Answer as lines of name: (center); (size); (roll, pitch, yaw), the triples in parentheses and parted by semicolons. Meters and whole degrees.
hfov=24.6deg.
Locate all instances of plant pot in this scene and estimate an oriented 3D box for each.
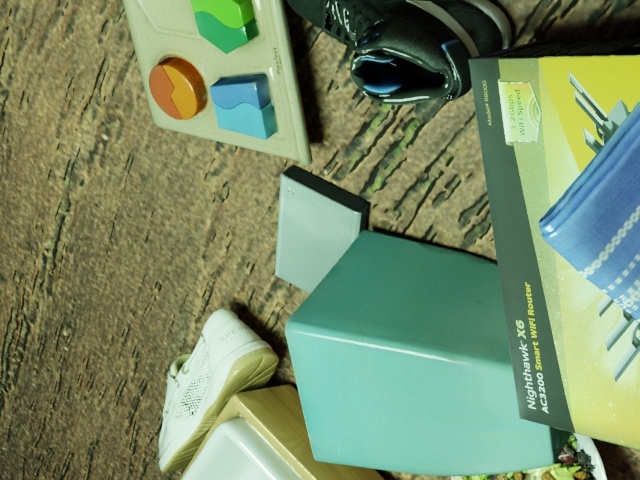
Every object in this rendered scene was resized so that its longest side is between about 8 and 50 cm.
plant pot: (0.120, 0.115, 1.351); (0.234, 0.165, 0.166); (9, 128, 29)

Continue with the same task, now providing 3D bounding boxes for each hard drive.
hard drive: (0.000, 0.000, 1.465); (0.094, 0.022, 0.135); (27, 136, 23)

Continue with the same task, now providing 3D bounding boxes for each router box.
router box: (0.240, 0.003, 1.111); (0.243, 0.081, 0.309); (7, 111, 54)

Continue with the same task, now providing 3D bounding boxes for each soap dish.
soap dish: (-0.015, 0.314, 1.648); (0.291, 0.118, 0.229); (44, 141, 11)

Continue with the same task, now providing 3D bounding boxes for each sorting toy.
sorting toy: (-0.118, -0.219, 1.359); (0.229, 0.041, 0.307); (19, 133, 38)

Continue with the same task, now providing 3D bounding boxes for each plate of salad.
plate of salad: (0.193, 0.240, 1.422); (0.199, 0.048, 0.200); (7, 100, 48)

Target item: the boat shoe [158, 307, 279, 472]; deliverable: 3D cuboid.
boat shoe: (-0.131, 0.170, 1.675); (0.096, 0.098, 0.277); (56, 140, 21)

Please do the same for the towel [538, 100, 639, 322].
towel: (0.339, 0.001, 0.975); (0.336, 0.040, 0.243); (38, 97, -12)

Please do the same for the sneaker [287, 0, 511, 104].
sneaker: (0.036, -0.176, 1.211); (0.216, 0.121, 0.079); (20, 133, 29)
